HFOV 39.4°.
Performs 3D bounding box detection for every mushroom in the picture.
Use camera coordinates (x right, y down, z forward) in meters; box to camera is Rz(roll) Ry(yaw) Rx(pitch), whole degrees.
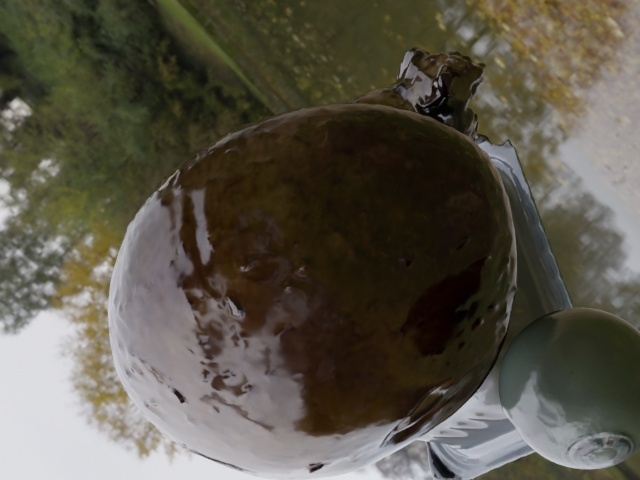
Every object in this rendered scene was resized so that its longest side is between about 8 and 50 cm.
[{"bbox_3d":[0.001,-0.002,0.696,0.331,0.334,0.356,93,169,-73],"label":"mushroom"}]

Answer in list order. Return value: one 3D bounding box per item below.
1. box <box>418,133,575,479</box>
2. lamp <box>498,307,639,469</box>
[{"bbox_3d":[0.129,0.075,0.957,0.106,0.264,0.336,4,-120,-35],"label":"box"},{"bbox_3d":[0.167,0.095,0.574,0.105,0.105,0.105,44,-179,-1],"label":"lamp"}]
